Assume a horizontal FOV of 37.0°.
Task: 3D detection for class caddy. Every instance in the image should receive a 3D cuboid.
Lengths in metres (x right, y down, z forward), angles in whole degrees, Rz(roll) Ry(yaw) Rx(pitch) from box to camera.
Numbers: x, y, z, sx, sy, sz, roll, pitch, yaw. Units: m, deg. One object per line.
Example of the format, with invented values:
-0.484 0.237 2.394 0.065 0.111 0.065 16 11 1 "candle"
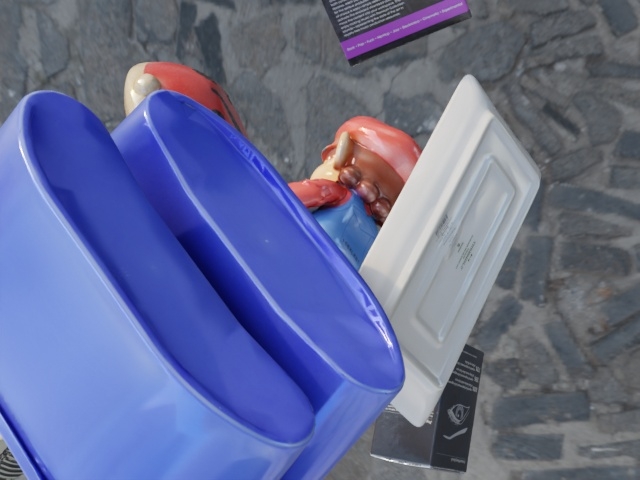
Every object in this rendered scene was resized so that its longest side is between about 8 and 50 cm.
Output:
-0.111 0.057 0.641 0.179 0.241 0.341 -47 72 28 "caddy"

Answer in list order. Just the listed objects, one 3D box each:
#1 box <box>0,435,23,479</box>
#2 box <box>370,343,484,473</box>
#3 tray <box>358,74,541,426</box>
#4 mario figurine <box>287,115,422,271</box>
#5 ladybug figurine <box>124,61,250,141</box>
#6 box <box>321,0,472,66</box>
-0.440 0.276 1.475 0.275 0.113 0.094 -26 51 -35 "box"
0.173 0.258 1.527 0.108 0.153 0.207 5 76 31 "box"
0.111 0.007 0.792 0.145 0.030 0.270 45 64 -35 "tray"
0.000 0.000 1.009 0.170 0.198 0.320 17 52 15 "mario figurine"
-0.218 -0.163 1.748 0.162 0.449 0.305 -18 63 5 "ladybug figurine"
0.048 -0.240 0.809 0.116 0.029 0.162 -20 126 11 "box"
